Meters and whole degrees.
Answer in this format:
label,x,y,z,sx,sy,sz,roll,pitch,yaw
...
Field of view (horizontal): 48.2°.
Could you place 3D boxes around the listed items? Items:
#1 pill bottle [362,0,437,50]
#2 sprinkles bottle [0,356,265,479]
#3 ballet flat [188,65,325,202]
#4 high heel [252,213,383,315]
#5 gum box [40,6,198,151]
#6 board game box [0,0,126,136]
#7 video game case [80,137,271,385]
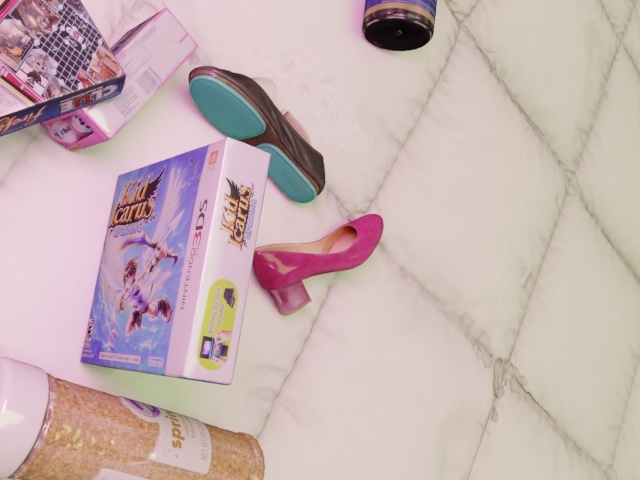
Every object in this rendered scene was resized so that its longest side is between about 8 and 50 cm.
label,x,y,z,sx,sy,sz,roll,pitch,yaw
pill bottle,0.143,-0.449,1.227,0.123,0.123,0.219,17,75,-40
sprinkles bottle,-0.232,0.245,0.840,0.355,0.121,0.121,30,67,-37
ballet flat,-0.084,-0.168,1.033,0.280,0.095,0.096,48,47,-40
high heel,0.000,0.000,1.093,0.244,0.082,0.117,-37,121,-24
gum box,-0.247,-0.190,0.869,0.062,0.107,0.188,50,57,-27
board game box,-0.340,-0.237,0.756,0.165,0.042,0.243,-28,82,-28
video game case,-0.174,0.028,0.808,0.061,0.270,0.244,19,74,-37
